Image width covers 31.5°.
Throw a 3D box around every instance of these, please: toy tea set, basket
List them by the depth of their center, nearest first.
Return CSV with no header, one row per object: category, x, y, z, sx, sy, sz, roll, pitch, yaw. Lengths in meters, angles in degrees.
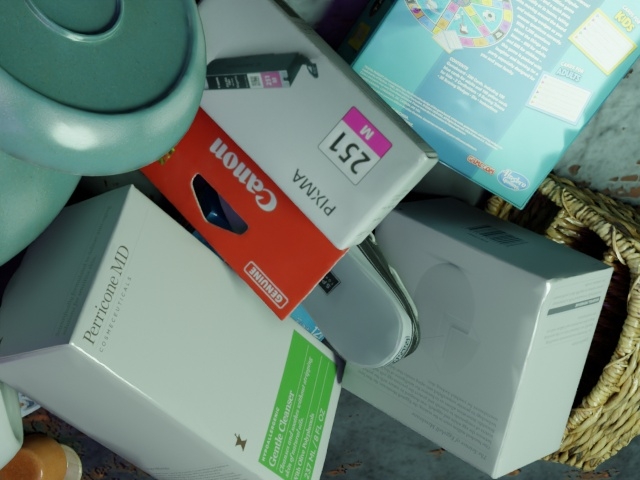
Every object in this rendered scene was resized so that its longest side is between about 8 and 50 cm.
basket,0.271,0.103,1.301,0.223,0.213,0.299,19,116,-21
toy tea set,-0.421,0.375,1.402,0.336,0.124,0.200,-32,85,8

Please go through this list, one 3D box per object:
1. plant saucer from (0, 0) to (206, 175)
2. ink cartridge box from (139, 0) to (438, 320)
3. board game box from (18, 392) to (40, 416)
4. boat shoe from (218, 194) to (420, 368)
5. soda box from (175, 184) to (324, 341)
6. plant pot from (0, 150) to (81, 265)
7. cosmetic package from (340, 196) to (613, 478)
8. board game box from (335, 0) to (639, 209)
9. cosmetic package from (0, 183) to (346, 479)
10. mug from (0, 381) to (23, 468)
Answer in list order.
plant saucer,-0.221,-0.208,0.970,0.317,0.318,0.043,33,139,-26
ink cartridge box,-0.062,-0.092,1.124,0.275,0.060,0.239,46,107,10
board game box,-0.367,0.169,1.333,0.090,0.020,0.090,-29,122,6
boat shoe,0.003,-0.003,1.201,0.113,0.105,0.306,-46,74,17
soda box,-0.065,0.029,1.279,0.210,0.067,0.071,33,109,-27
plant pot,-0.318,-0.120,1.041,0.196,0.293,0.293,-29,126,-25
cosmetic package,0.164,0.097,1.235,0.138,0.224,0.225,-7,117,-47
board game box,0.199,-0.232,1.156,0.253,0.079,0.336,28,112,-19
cosmetic package,-0.153,0.131,1.205,0.155,0.197,0.365,-13,139,37
mug,-0.487,0.142,1.127,0.328,0.276,0.374,-13,141,-11
